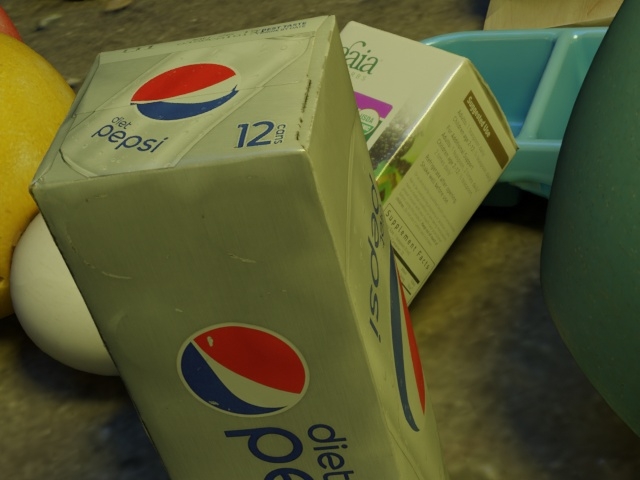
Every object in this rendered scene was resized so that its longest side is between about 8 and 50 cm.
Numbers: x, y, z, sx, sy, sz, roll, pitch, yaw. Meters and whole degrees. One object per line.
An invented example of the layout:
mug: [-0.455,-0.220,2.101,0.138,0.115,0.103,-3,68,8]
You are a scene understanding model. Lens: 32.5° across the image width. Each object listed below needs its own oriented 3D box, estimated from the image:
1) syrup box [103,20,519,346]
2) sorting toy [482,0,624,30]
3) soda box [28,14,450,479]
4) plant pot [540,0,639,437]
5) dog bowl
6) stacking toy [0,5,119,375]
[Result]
syrup box: [0.000,0.000,0.618,0.093,0.096,0.237,27,77,40]
sorting toy: [0.262,-0.279,0.864,0.255,0.089,0.257,-4,47,29]
soda box: [-0.011,0.058,0.455,0.098,0.286,0.091,-7,38,13]
plant pot: [0.215,0.000,0.486,0.195,0.290,0.290,-45,29,26]
dog bowl: [0.154,-0.076,0.726,0.297,0.074,0.166,4,43,25]
stacking toy: [-0.276,-0.048,0.743,0.480,0.350,0.350,32,58,24]
